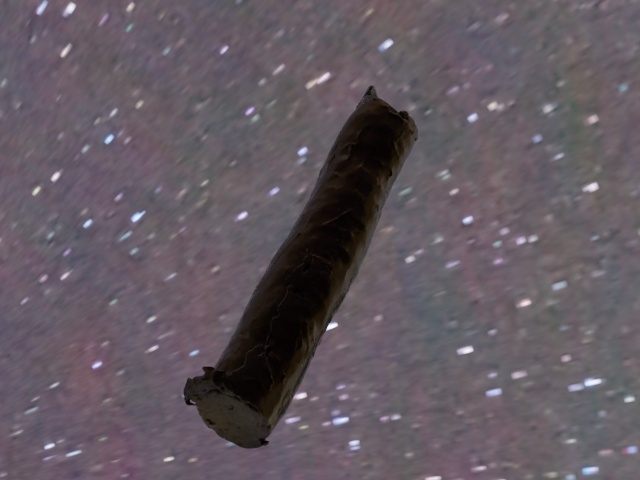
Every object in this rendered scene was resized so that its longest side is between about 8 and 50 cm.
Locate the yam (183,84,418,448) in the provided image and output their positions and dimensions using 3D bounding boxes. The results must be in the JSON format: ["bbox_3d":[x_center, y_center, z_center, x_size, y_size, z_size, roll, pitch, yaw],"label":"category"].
[{"bbox_3d":[0.000,0.000,0.539,0.033,0.027,0.129,61,-137,-41],"label":"yam"}]
